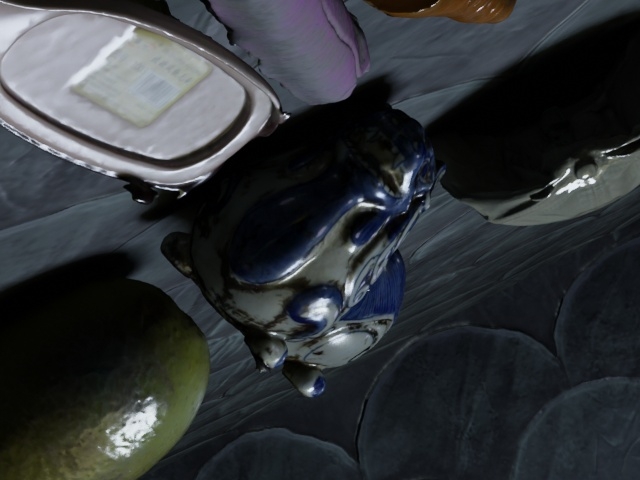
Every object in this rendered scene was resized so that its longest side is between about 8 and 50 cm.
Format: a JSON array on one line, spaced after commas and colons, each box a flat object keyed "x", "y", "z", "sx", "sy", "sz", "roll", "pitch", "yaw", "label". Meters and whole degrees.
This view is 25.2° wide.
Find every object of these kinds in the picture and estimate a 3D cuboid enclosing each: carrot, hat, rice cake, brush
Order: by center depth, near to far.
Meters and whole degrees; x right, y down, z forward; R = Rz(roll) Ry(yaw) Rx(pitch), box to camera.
[{"x": -0.114, "y": -0.080, "z": 0.477, "sx": 0.072, "sy": 0.067, "sz": 0.313, "roll": -43, "pitch": 155, "yaw": 14, "label": "brush"}, {"x": -0.018, "y": -0.102, "z": 0.598, "sx": 0.055, "sy": 0.049, "sz": 0.270, "roll": -29, "pitch": 170, "yaw": 4, "label": "rice cake"}, {"x": 0.067, "y": -0.126, "z": 0.700, "sx": 0.057, "sy": 0.057, "sz": 0.224, "roll": -30, "pitch": 172, "yaw": 17, "label": "carrot"}, {"x": 0.212, "y": -0.056, "z": 1.162, "sx": 0.214, "sy": 0.149, "sz": 0.245, "roll": -29, "pitch": 145, "yaw": 12, "label": "hat"}]

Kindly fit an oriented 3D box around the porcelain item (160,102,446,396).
[{"x": 0.000, "y": 0.000, "z": 1.021, "sx": 0.186, "sy": 0.138, "sz": 0.288, "roll": -43, "pitch": 167, "yaw": -4, "label": "porcelain item"}]

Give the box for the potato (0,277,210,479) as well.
[{"x": -0.198, "y": 0.125, "z": 1.041, "sx": 0.251, "sy": 0.159, "sz": 0.174, "roll": -39, "pitch": 144, "yaw": 1, "label": "potato"}]

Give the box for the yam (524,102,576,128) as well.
[{"x": 0.315, "y": -0.135, "z": 1.354, "sx": 0.326, "sy": 0.045, "sz": 0.045, "roll": -18, "pitch": 134, "yaw": -35, "label": "yam"}]
